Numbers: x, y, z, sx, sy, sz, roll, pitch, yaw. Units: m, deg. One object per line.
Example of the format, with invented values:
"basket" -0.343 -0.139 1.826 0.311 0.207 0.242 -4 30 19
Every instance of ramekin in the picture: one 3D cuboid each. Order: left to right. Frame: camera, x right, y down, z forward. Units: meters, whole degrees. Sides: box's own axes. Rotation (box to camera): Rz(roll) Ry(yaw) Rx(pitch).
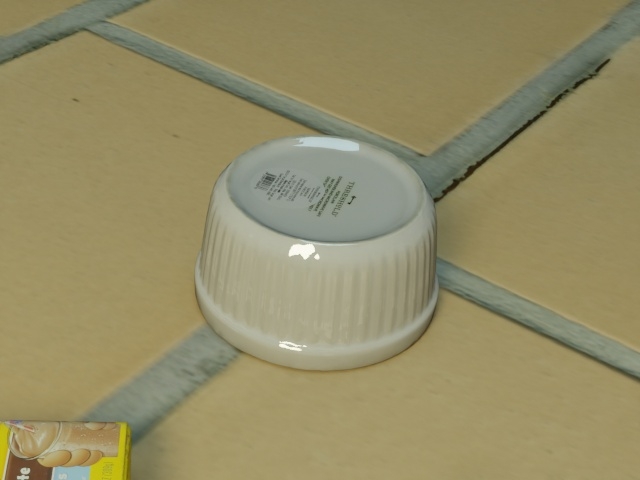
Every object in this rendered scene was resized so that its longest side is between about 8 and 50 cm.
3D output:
"ramekin" 0.000 0.000 0.972 0.207 0.109 0.207 4 36 -3

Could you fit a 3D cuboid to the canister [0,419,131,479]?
"canister" -0.207 0.166 0.742 0.170 0.073 0.126 2 36 -7
